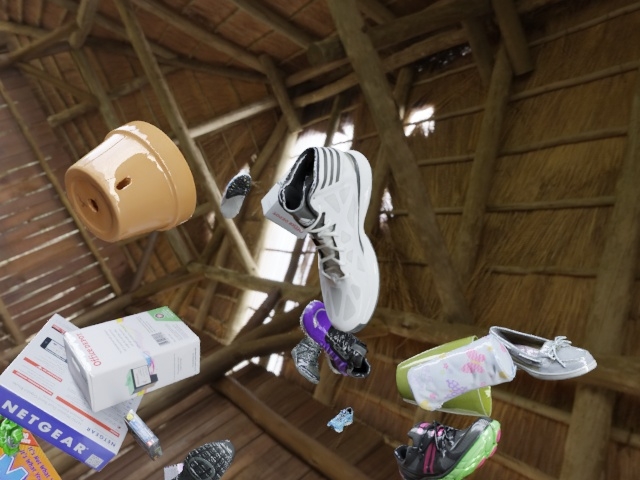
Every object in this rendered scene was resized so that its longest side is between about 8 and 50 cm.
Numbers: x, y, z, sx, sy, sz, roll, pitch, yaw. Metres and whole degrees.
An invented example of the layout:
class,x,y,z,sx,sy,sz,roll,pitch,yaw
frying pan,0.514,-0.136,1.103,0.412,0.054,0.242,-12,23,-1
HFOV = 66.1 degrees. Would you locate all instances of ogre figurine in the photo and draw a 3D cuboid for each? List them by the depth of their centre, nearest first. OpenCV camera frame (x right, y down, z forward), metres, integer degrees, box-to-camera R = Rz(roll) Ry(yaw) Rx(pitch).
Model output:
class,x,y,z,sx,sy,sz,roll,pitch,yaw
ogre figurine,-0.869,0.518,1.355,0.196,0.097,0.118,19,-67,15

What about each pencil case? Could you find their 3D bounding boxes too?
class,x,y,z,sx,sy,sz,roll,pitch,yaw
pencil case,0.363,0.349,1.287,0.273,0.113,0.124,-33,-113,26

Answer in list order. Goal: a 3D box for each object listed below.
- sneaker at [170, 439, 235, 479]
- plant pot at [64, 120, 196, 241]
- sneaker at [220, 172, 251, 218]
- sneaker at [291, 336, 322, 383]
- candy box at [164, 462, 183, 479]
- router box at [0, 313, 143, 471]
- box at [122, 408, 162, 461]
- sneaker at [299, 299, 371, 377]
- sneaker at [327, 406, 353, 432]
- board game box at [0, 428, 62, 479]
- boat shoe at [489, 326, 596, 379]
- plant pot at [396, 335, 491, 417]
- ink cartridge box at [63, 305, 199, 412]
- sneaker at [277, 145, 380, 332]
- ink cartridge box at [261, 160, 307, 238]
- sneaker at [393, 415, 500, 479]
class,x,y,z,sx,sy,sz,roll,pitch,yaw
sneaker,-0.335,0.646,1.384,0.286,0.130,0.109,-43,-104,16
plant pot,-0.489,-0.127,1.237,0.290,0.203,0.291,19,-51,26
sneaker,-0.319,-0.178,1.834,0.237,0.085,0.086,127,-33,-46
sneaker,-0.037,0.455,1.927,0.087,0.130,0.227,31,10,-24
candy box,-0.510,0.913,1.943,0.196,0.164,0.070,-39,-127,49
router box,-0.651,0.391,1.309,0.335,0.082,0.301,41,16,-16
box,-0.407,0.449,1.129,0.094,0.027,0.137,40,-34,17
sneaker,0.061,0.280,1.364,0.146,0.102,0.293,11,-38,46
sneaker,0.083,0.721,2.001,0.063,0.162,0.073,21,-77,27
board game box,-1.032,0.855,1.482,0.356,0.356,0.357,-29,-86,30
boat shoe,0.613,0.313,1.395,0.320,0.118,0.103,-3,-73,65
plant pot,0.431,0.497,1.762,0.293,0.275,0.275,-12,-73,24
ink cartridge box,-0.483,0.294,1.269,0.201,0.278,0.117,28,-60,42
sneaker,-0.001,0.000,1.139,0.169,0.257,0.449,-5,-94,40
ink cartridge box,-0.048,-0.128,1.412,0.153,0.208,0.087,34,21,-32
sneaker,0.389,0.688,1.619,0.483,0.185,0.202,-52,-121,40
